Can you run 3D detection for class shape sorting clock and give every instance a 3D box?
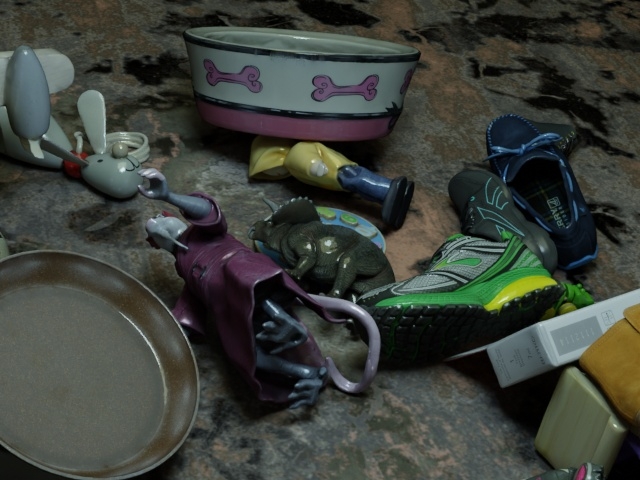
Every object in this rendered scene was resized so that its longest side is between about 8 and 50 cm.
[{"bbox_3d":[0.000,0.000,1.903,0.206,0.040,0.206,7,34,-5],"label":"shape sorting clock"}]

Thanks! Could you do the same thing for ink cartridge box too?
[{"bbox_3d":[0.356,0.130,1.674,0.296,0.261,0.066,-15,80,-26],"label":"ink cartridge box"}]

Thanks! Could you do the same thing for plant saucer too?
[{"bbox_3d":[-0.291,0.151,1.437,0.311,0.050,0.310,22,43,-23],"label":"plant saucer"}]

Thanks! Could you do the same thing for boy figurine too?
[{"bbox_3d":[0.006,-0.109,1.997,0.285,0.092,0.177,18,1,16],"label":"boy figurine"}]

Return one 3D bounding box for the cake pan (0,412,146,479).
[{"bbox_3d":[-0.336,0.200,1.521,0.293,0.054,0.293,6,34,-4],"label":"cake pan"}]

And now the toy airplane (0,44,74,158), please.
[{"bbox_3d":[-0.544,-0.176,1.664,0.386,0.384,0.272,-40,70,-1],"label":"toy airplane"}]

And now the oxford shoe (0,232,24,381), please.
[{"bbox_3d":[-0.434,0.069,1.523,0.123,0.130,0.348,-8,38,-27],"label":"oxford shoe"}]

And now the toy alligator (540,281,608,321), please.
[{"bbox_3d":[0.377,0.086,1.856,0.190,0.051,0.056,-2,36,-16],"label":"toy alligator"}]

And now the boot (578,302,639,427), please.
[{"bbox_3d":[0.478,0.130,1.458,0.295,0.104,0.211,-24,42,-10],"label":"boot"}]

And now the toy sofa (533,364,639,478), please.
[{"bbox_3d":[0.475,0.227,1.590,0.363,0.150,0.177,-15,46,-31],"label":"toy sofa"}]

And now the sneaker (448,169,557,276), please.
[{"bbox_3d":[0.268,-0.028,1.956,0.106,0.101,0.267,-13,39,-23],"label":"sneaker"}]

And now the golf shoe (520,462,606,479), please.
[{"bbox_3d":[0.265,0.374,1.397,0.120,0.105,0.273,-7,31,24],"label":"golf shoe"}]

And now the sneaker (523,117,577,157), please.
[{"bbox_3d":[0.425,-0.161,2.199,0.118,0.083,0.222,0,34,-15],"label":"sneaker"}]

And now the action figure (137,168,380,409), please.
[{"bbox_3d":[-0.113,0.043,1.636,0.276,0.248,0.370,-5,31,-35],"label":"action figure"}]

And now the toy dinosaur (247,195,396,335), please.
[{"bbox_3d":[0.025,0.034,1.755,0.314,0.121,0.160,23,59,10],"label":"toy dinosaur"}]

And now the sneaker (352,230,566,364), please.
[{"bbox_3d":[0.179,0.074,1.732,0.344,0.134,0.146,-10,54,-37],"label":"sneaker"}]

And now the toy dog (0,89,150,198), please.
[{"bbox_3d":[-0.437,-0.193,1.972,0.334,0.161,0.220,9,34,0],"label":"toy dog"}]

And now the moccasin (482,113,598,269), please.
[{"bbox_3d":[0.368,-0.108,2.015,0.138,0.117,0.342,-31,48,3],"label":"moccasin"}]

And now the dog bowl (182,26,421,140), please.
[{"bbox_3d":[-0.037,-0.273,2.103,0.408,0.150,0.408,5,15,-1],"label":"dog bowl"}]
